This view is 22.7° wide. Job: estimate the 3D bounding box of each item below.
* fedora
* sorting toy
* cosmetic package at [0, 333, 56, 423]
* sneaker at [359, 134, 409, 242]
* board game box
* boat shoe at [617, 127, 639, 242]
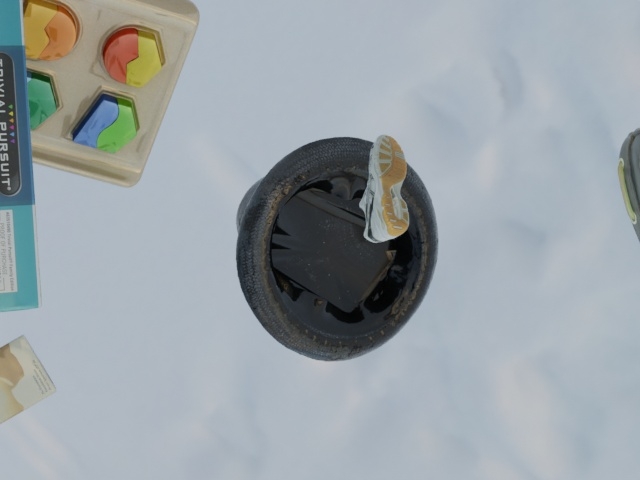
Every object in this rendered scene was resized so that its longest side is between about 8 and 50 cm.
[{"bbox_3d":[0.000,0.000,2.194,0.152,0.334,0.334,26,149,53],"label":"fedora"},{"bbox_3d":[-0.240,-0.165,1.595,0.193,0.038,0.208,15,111,-19],"label":"sorting toy"},{"bbox_3d":[-0.290,0.133,1.367,0.060,0.115,0.041,59,170,-3],"label":"cosmetic package"},{"bbox_3d":[0.042,-0.038,1.166,0.032,0.083,0.037,19,147,-32],"label":"sneaker"},{"bbox_3d":[-0.302,-0.076,1.213,0.336,0.079,0.253,0,93,64],"label":"board game box"},{"bbox_3d":[0.351,0.034,1.404,0.305,0.109,0.091,67,159,-5],"label":"boat shoe"}]
